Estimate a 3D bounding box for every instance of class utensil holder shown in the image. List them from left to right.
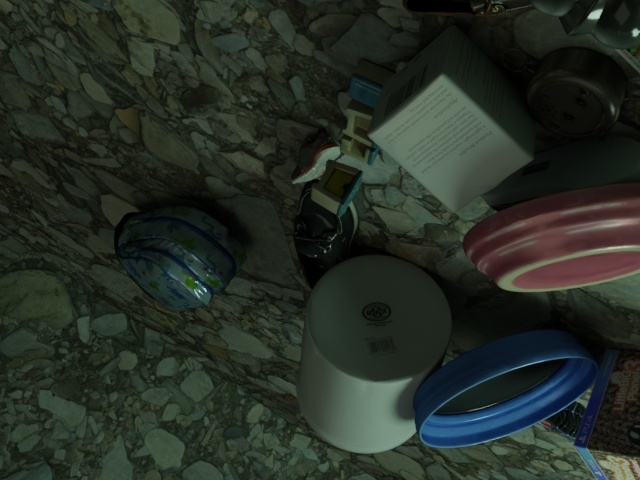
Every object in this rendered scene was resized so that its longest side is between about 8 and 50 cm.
[{"bbox_3d":[0.112,0.255,1.777,0.328,0.327,0.385,23,148,13],"label":"utensil holder"}]

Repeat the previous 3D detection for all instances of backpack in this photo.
[{"bbox_3d":[-0.342,0.045,1.967,0.356,0.273,0.290,-17,121,39],"label":"backpack"}]

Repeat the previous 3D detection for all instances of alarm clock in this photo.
[{"bbox_3d":[0.334,-0.208,1.098,0.192,0.064,0.129,32,152,3],"label":"alarm clock"}]

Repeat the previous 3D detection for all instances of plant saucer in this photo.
[{"bbox_3d":[0.384,0.009,1.190,0.332,0.084,0.332,-6,164,-2],"label":"plant saucer"}]

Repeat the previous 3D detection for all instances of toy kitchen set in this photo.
[{"bbox_3d":[0.076,-0.153,1.309,0.122,0.166,0.207,25,151,10],"label":"toy kitchen set"}]

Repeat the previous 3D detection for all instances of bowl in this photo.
[{"bbox_3d":[0.374,0.308,1.638,0.391,0.077,0.391,-13,146,-9],"label":"bowl"}]

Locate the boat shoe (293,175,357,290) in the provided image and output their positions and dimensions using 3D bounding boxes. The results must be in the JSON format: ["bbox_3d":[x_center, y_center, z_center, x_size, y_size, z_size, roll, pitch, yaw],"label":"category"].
[{"bbox_3d":[-0.004,-0.001,1.680,0.127,0.113,0.340,25,151,12],"label":"boat shoe"}]

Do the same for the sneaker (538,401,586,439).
[{"bbox_3d":[0.548,0.409,1.882,0.221,0.083,0.087,24,165,22],"label":"sneaker"}]

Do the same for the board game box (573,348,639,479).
[{"bbox_3d":[0.666,0.345,1.491,0.291,0.232,0.141,-2,137,44],"label":"board game box"}]

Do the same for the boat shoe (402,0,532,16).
[{"bbox_3d":[0.206,-0.319,1.024,0.207,0.073,0.073,7,140,34],"label":"boat shoe"}]

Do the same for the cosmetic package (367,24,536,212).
[{"bbox_3d":[0.193,-0.173,1.144,0.184,0.151,0.151,40,129,-18],"label":"cosmetic package"}]

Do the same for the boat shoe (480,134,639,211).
[{"bbox_3d":[0.379,-0.077,1.215,0.102,0.108,0.301,43,151,-23],"label":"boat shoe"}]

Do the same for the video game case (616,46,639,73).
[{"bbox_3d":[0.447,-0.248,0.969,0.143,0.019,0.157,38,151,-14],"label":"video game case"}]

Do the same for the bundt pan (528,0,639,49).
[{"bbox_3d":[0.328,-0.329,0.802,0.331,0.124,0.330,19,144,14],"label":"bundt pan"}]

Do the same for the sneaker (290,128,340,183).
[{"bbox_3d":[-0.014,-0.161,1.508,0.158,0.061,0.064,-39,70,52],"label":"sneaker"}]
